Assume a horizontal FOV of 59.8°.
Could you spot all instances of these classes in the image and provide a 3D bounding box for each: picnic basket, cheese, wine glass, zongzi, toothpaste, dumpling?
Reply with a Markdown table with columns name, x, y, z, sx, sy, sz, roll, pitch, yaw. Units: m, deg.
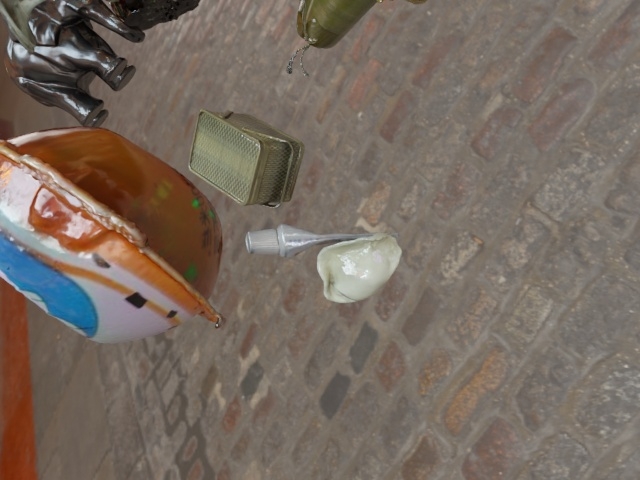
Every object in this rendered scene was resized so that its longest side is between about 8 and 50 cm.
| name | x | y | z | sx | sy | sz | roll | pitch | yaw |
| --- | --- | --- | --- | --- | --- | --- | --- | --- | --- |
| picnic basket | -0.179 | -0.197 | 1.323 | 0.266 | 0.139 | 0.165 | 33 | 117 | 35 |
| cheese | -0.173 | 0.008 | 0.457 | 0.129 | 0.217 | 0.329 | -55 | 8 | -19 |
| wine glass | -0.345 | -0.374 | 0.800 | 0.232 | 0.156 | 0.156 | -27 | 46 | -6 |
| zongzi | -0.011 | -0.744 | 1.586 | 0.447 | 0.181 | 0.418 | -37 | 81 | 42 |
| toothpaste | 0.000 | -0.001 | 1.061 | 0.099 | 0.282 | 0.069 | -117 | 29 | -60 |
| dumpling | 0.056 | 0.051 | 1.040 | 0.169 | 0.134 | 0.100 | -29 | 44 | 44 |

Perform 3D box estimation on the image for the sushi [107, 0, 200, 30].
| name | x | y | z | sx | sy | sz | roll | pitch | yaw |
| --- | --- | --- | --- | --- | --- | --- | --- | --- | --- |
| sushi | -0.413 | -0.715 | 1.297 | 0.328 | 0.285 | 0.328 | -13 | 81 | 3 |

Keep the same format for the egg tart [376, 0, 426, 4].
| name | x | y | z | sx | sy | sz | roll | pitch | yaw |
| --- | --- | --- | --- | --- | --- | --- | --- | --- | --- |
| egg tart | 0.257 | -0.634 | 1.274 | 0.294 | 0.116 | 0.295 | -39 | 19 | 16 |

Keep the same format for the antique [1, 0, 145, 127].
| name | x | y | z | sx | sy | sz | roll | pitch | yaw |
| --- | --- | --- | --- | --- | --- | --- | --- | --- | --- |
| antique | -0.556 | -0.405 | 1.214 | 0.322 | 0.255 | 0.185 | -40 | 14 | 33 |
